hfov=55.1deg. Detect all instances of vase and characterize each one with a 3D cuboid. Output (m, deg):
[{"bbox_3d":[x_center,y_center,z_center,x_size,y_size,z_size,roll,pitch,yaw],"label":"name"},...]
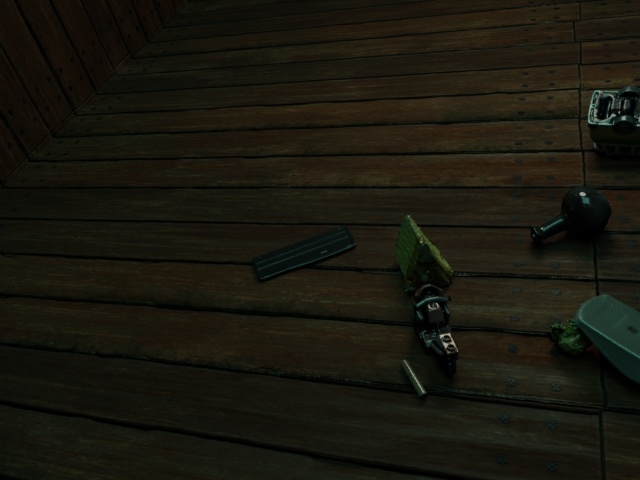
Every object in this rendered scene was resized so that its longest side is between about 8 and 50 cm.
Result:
[{"bbox_3d":[0.584,-0.049,1.449,0.182,0.120,0.120,-29,40,7],"label":"vase"}]

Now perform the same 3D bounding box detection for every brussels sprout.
[{"bbox_3d":[0.496,0.195,1.226,0.085,0.085,0.058,26,58,38],"label":"brussels sprout"}]

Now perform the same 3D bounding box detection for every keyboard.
[{"bbox_3d":[0.005,0.009,1.630,0.380,0.041,0.103,-24,41,0],"label":"keyboard"}]

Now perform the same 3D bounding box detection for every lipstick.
[{"bbox_3d":[0.192,0.285,1.260,0.018,0.019,0.094,-22,40,-7],"label":"lipstick"}]

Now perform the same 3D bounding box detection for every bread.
[{"bbox_3d":[0.242,0.027,1.445,0.127,0.152,0.147,-9,38,-4],"label":"bread"}]

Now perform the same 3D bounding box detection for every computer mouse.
[{"bbox_3d":[0.591,0.198,1.165,0.127,0.079,0.231,-22,49,-33],"label":"computer mouse"}]

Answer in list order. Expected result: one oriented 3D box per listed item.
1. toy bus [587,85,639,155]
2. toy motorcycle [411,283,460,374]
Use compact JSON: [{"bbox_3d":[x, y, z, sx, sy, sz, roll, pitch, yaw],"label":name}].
[{"bbox_3d":[0.849,-0.299,1.599,0.275,0.165,0.134,9,60,27],"label":"toy bus"},{"bbox_3d":[0.241,0.175,1.291,0.084,0.118,0.213,-10,40,-6],"label":"toy motorcycle"}]
